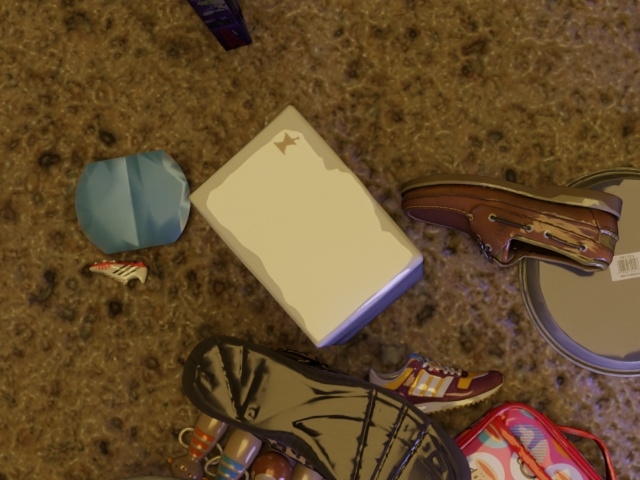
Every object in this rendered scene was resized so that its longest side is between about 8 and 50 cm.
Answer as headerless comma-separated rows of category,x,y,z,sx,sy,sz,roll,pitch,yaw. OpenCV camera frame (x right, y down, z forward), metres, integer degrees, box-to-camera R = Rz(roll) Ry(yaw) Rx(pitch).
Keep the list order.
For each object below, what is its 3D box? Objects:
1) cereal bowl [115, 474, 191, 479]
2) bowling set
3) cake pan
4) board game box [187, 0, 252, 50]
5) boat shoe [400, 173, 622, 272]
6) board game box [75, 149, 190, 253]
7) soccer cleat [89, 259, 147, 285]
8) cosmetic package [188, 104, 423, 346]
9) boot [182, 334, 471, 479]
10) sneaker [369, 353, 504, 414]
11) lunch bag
cereal bowl,-0.187,0.433,1.707,0.339,0.141,0.339,7,118,13
bowling set,-0.094,0.338,1.771,0.287,0.200,0.154,29,88,13
cake pan,0.422,0.041,1.829,0.293,0.054,0.293,0,85,5
board game box,-0.166,-0.385,1.757,0.056,0.347,0.208,-16,84,4
boat shoe,0.245,-0.022,1.784,0.307,0.111,0.104,5,78,26
board game box,-0.264,-0.054,1.899,0.168,0.033,0.133,-10,90,8
soccer cleat,-0.288,0.047,1.894,0.083,0.029,0.035,0,82,0
cosmetic package,0.000,0.000,1.663,0.161,0.453,0.230,-41,83,0
boot,0.017,0.235,1.728,0.377,0.284,0.138,22,87,7
sneaker,0.158,0.191,1.830,0.185,0.069,0.084,-15,90,2
lunch bag,0.290,0.365,1.789,0.258,0.120,0.293,-42,86,-3
